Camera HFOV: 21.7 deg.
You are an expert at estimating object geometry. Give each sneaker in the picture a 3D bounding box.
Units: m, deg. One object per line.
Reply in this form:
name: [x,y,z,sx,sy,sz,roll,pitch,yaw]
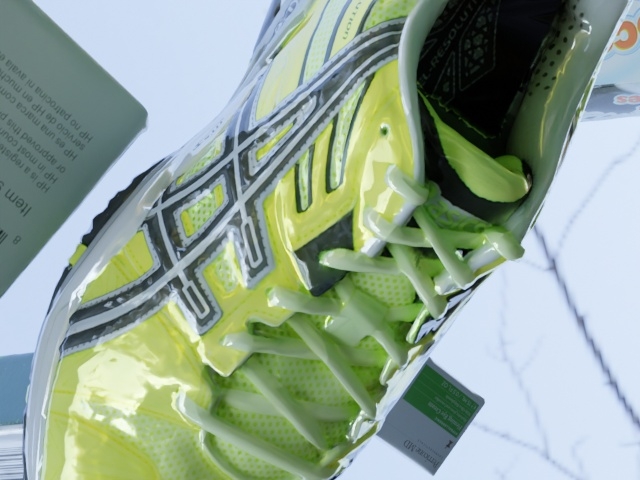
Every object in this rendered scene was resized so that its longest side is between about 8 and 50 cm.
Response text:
sneaker: [0.000,0.000,0.674,0.145,0.147,0.385,27,-92,-24]

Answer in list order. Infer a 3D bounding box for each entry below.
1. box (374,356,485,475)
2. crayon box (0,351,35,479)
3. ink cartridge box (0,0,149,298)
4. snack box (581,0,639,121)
box: [0.069,0.139,1.501,0.101,0.102,0.087,39,-95,-39]
crayon box: [-0.280,0.188,1.236,0.202,0.318,0.081,64,-149,-34]
ink cartridge box: [-0.263,-0.016,0.705,0.307,0.129,0.223,-51,-58,-8]
snack box: [0.185,-0.175,1.133,0.060,0.322,0.187,47,-138,-62]
